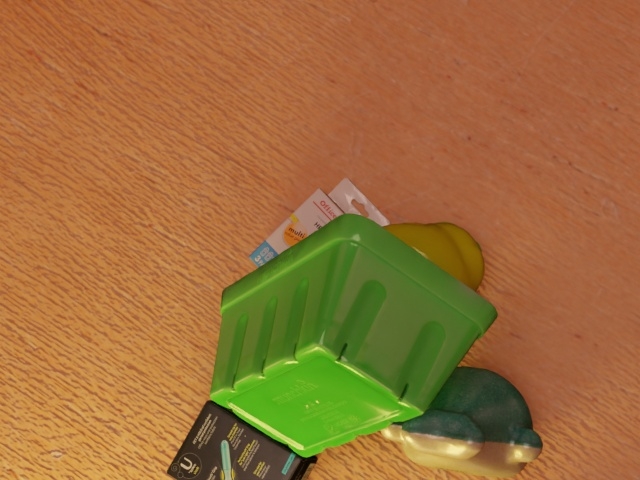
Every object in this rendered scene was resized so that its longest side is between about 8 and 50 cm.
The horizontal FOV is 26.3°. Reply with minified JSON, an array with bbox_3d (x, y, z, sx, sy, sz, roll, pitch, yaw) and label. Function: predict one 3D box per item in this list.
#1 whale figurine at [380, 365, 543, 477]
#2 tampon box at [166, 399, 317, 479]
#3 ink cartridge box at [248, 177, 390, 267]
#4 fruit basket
[{"bbox_3d":[0.184,0.231,1.784,0.216,0.272,0.141,7,83,18],"label":"whale figurine"},{"bbox_3d":[-0.109,0.316,1.927,0.161,0.101,0.120,30,89,16],"label":"tampon box"},{"bbox_3d":[0.000,0.000,1.971,0.181,0.061,0.104,-45,75,3],"label":"ink cartridge box"},{"bbox_3d":[0.063,0.077,1.808,0.283,0.392,0.392,34,90,-17],"label":"fruit basket"}]
